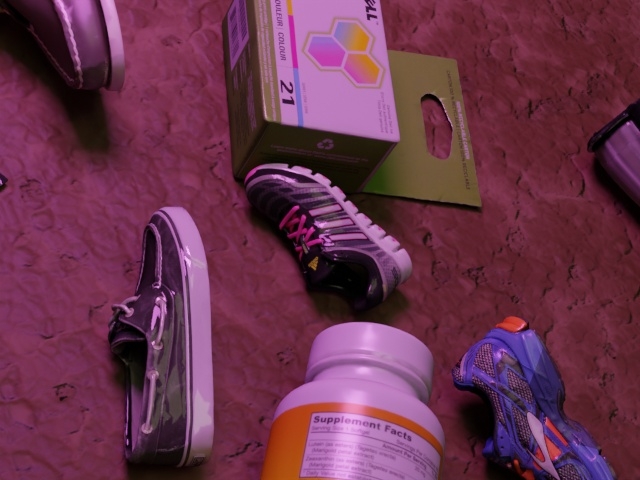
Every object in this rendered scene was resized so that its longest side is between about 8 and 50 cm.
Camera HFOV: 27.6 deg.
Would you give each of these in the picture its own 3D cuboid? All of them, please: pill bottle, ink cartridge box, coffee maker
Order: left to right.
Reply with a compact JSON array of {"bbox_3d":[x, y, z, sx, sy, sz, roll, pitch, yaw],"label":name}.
[{"bbox_3d":[0.021,0.190,0.982,0.136,0.136,0.246,21,54,-12],"label":"pill bottle"},{"bbox_3d":[0.045,-0.145,1.227,0.255,0.097,0.189,6,58,-21],"label":"ink cartridge box"},{"bbox_3d":[0.381,-0.073,1.293,0.120,0.171,0.178,-20,71,-51],"label":"coffee maker"}]

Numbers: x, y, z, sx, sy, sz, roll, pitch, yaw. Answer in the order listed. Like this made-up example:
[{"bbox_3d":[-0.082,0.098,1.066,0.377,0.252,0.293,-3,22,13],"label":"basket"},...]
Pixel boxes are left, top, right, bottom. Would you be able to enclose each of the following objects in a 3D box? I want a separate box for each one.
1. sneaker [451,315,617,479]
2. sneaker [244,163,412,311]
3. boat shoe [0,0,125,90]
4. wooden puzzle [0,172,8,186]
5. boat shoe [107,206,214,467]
[{"bbox_3d":[0.184,0.179,1.112,0.087,0.083,0.221,-26,77,-7],"label":"sneaker"},{"bbox_3d":[0.000,0.000,1.136,0.170,0.063,0.075,38,46,-5],"label":"sneaker"},{"bbox_3d":[-0.266,-0.253,1.142,0.096,0.117,0.324,-16,64,-27],"label":"boat shoe"},{"bbox_3d":[-0.299,-0.068,1.075,0.049,0.006,0.083,-29,76,-35],"label":"wooden puzzle"},{"bbox_3d":[-0.128,0.069,1.025,0.070,0.078,0.219,5,60,-24],"label":"boat shoe"}]
